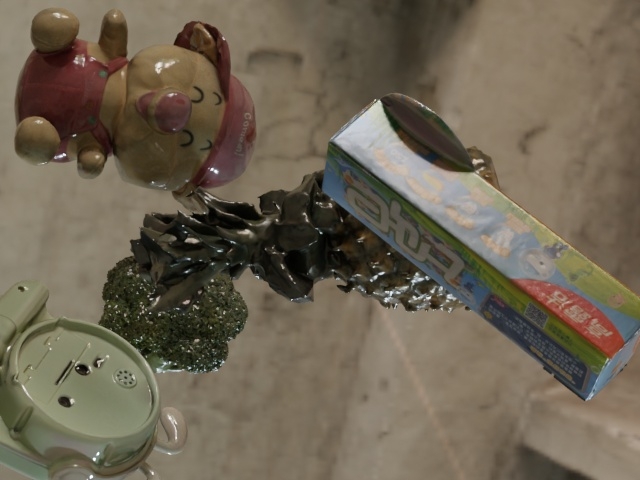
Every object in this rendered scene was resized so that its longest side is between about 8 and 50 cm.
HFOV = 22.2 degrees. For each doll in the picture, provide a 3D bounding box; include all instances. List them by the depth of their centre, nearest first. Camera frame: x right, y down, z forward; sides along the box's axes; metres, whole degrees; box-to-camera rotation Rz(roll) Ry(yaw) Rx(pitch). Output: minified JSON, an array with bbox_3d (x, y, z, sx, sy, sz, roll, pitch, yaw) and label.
[{"bbox_3d":[-0.188,-0.139,1.699,0.152,0.256,0.196,-105,-151,-62],"label":"doll"}]

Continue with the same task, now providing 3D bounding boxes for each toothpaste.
[{"bbox_3d":[0.087,-0.002,0.868,0.193,0.044,0.070,39,-28,18],"label":"toothpaste"}]

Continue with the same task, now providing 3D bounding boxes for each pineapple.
[{"bbox_3d":[0.000,0.000,1.073,0.125,0.251,0.125,173,-90,-87],"label":"pineapple"}]

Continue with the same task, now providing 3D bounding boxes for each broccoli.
[{"bbox_3d":[-0.158,0.073,1.696,0.162,0.146,0.138,30,-54,5],"label":"broccoli"}]

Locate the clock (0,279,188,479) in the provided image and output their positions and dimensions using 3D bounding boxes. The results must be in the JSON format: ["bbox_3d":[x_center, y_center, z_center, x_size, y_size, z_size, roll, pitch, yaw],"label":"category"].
[{"bbox_3d":[-0.193,0.125,1.283,0.062,0.191,0.151,-56,-176,34],"label":"clock"}]
